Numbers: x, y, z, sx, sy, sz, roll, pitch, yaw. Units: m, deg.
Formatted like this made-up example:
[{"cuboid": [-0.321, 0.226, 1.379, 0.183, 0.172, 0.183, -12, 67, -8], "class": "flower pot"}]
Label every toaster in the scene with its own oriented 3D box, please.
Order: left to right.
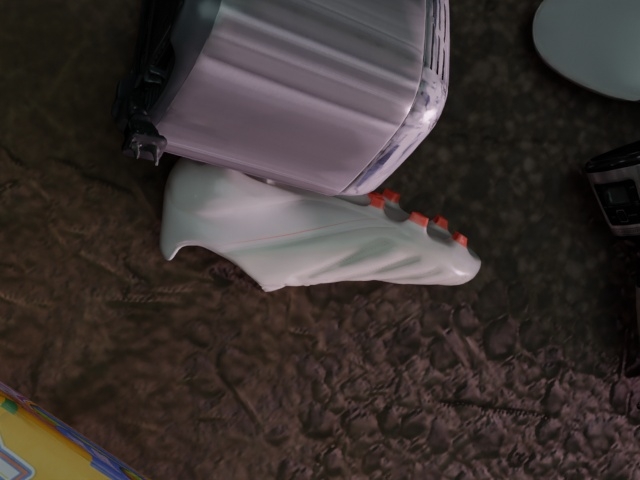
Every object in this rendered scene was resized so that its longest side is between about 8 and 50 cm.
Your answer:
[{"cuboid": [-0.019, -0.119, 0.611, 0.147, 0.129, 0.226, 17, 51, -21], "class": "toaster"}]

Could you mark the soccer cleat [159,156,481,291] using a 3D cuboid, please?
[{"cuboid": [0.000, 0.000, 0.677, 0.196, 0.068, 0.076, 17, 103, -19], "class": "soccer cleat"}]

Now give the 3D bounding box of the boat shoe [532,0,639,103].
[{"cuboid": [0.245, -0.117, 0.750, 0.219, 0.070, 0.077, 11, 89, 6], "class": "boat shoe"}]

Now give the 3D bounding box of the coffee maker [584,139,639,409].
[{"cuboid": [0.265, 0.011, 0.747, 0.171, 0.120, 0.178, -16, 95, -43], "class": "coffee maker"}]

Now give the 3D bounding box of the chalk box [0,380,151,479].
[{"cuboid": [-0.182, 0.157, 0.544, 0.289, 0.179, 0.180, 36, 77, -14], "class": "chalk box"}]
